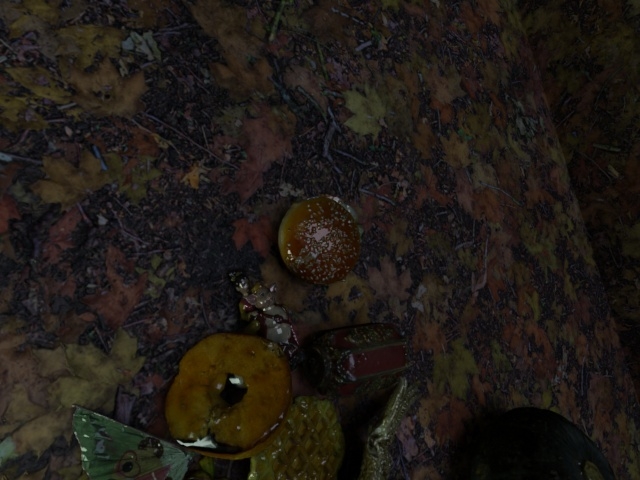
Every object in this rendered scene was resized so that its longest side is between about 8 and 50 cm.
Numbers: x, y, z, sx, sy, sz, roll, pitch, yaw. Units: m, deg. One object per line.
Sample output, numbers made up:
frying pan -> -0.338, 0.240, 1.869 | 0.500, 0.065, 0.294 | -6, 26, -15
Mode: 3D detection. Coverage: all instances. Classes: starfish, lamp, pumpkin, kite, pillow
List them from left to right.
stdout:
kite -> -0.348, 0.427, 0.747 | 0.267, 0.013, 0.323 | -17, 76, -15
lamp -> -0.121, 0.172, 0.965 | 0.118, 0.118, 0.254 | -21, 93, -36
pillow -> 0.074, 0.581, 1.035 | 0.048, 0.090, 0.150 | 8, 66, 10
lamp -> 0.091, 0.287, 1.052 | 0.273, 0.177, 0.177 | 3, 78, -35
starfish -> 0.143, 0.536, 1.028 | 0.324, 0.082, 0.433 | 59, 46, -57
pumpkin -> 0.628, 0.710, 1.221 | 0.453, 0.344, 0.455 | 21, 45, -23

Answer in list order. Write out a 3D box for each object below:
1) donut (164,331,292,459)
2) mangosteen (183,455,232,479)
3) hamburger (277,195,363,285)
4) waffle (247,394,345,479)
donut -> -0.170, 0.294, 0.832 | 0.254, 0.253, 0.119 | -57, 156, -30
mangosteen -> -0.211, 0.508, 0.808 | 0.145, 0.156, 0.181 | 25, 40, 10
hamburger -> -0.003, -0.002, 1.066 | 0.236, 0.147, 0.237 | 7, 76, -30
waffle -> -0.045, 0.489, 0.923 | 0.324, 0.068, 0.303 | 25, 68, -48
